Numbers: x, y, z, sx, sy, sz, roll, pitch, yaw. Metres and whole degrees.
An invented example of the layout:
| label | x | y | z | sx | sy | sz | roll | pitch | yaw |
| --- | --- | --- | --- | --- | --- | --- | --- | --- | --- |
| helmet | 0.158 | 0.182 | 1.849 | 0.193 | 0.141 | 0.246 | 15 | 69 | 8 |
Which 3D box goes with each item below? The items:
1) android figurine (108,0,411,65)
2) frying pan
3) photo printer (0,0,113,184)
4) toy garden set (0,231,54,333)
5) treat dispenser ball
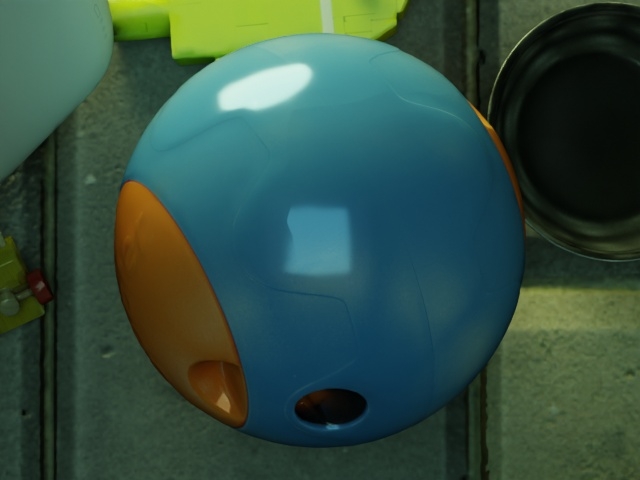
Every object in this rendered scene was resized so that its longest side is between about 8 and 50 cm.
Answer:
| label | x | y | z | sx | sy | sz | roll | pitch | yaw |
| --- | --- | --- | --- | --- | --- | --- | --- | --- | --- |
| android figurine | -0.035 | -0.227 | 1.283 | 0.273 | 0.056 | 0.248 | -3 | 87 | 4 |
| frying pan | 0.271 | -0.118 | 1.268 | 0.326 | 0.053 | 0.197 | -36 | 91 | -10 |
| photo printer | -0.288 | -0.120 | 1.158 | 0.307 | 0.256 | 0.107 | -46 | 63 | -7 |
| toy garden set | -0.340 | 0.002 | 1.290 | 0.204 | 0.049 | 0.244 | -26 | 82 | -3 |
| treat dispenser ball | 0.000 | 0.000 | 1.155 | 0.288 | 0.288 | 0.288 | 0 | 88 | 2 |
